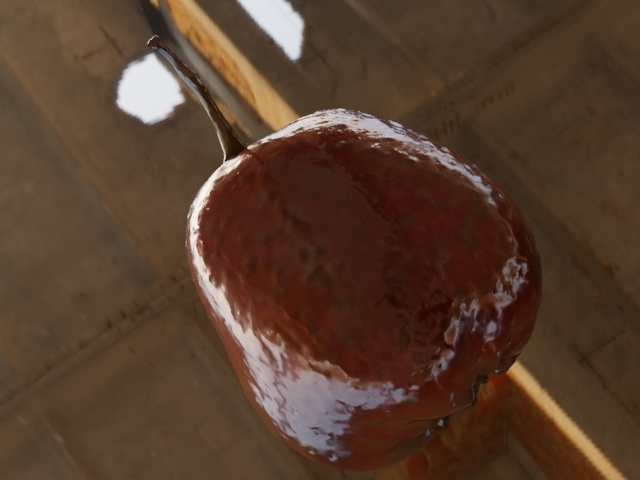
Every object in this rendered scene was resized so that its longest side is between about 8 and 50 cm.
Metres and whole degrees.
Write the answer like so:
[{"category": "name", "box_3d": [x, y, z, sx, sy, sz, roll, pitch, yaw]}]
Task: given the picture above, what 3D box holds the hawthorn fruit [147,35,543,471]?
[{"category": "hawthorn fruit", "box_3d": [0.000, 0.000, 0.565, 0.163, 0.162, 0.203, -40, -105, -13]}]
